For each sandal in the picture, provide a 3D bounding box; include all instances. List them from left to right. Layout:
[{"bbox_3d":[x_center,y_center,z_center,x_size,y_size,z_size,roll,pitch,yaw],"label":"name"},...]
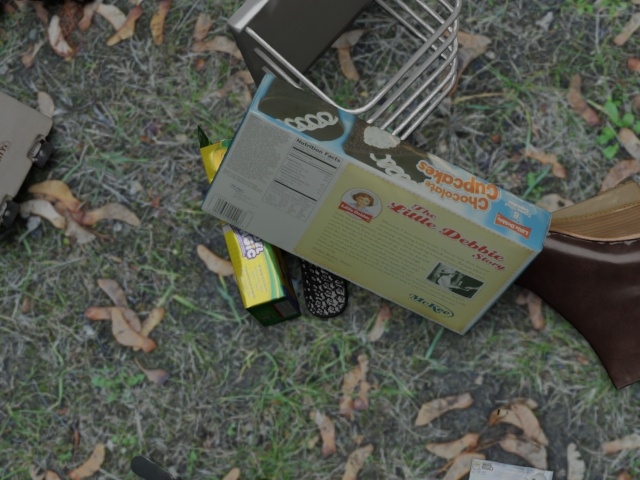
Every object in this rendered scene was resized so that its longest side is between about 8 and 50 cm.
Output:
[{"bbox_3d":[0.000,0.000,1.588,0.067,0.040,0.179,-4,91,13],"label":"sandal"}]

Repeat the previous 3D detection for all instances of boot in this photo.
[{"bbox_3d":[0.283,0.068,1.503,0.248,0.090,0.207,-23,81,10],"label":"boot"}]

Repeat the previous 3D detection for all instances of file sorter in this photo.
[{"bbox_3d":[0.042,-0.210,1.507,0.173,0.277,0.193,43,86,10],"label":"file sorter"}]

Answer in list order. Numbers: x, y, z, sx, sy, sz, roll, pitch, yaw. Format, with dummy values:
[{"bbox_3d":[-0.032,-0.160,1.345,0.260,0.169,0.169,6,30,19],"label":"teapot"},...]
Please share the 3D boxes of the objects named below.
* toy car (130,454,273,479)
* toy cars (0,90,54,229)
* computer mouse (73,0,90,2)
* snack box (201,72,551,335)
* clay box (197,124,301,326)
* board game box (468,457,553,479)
[{"bbox_3d":[-0.146,0.311,1.488,0.188,0.149,0.155,22,91,24],"label":"toy car"},{"bbox_3d":[-0.431,-0.173,1.656,0.176,0.087,0.393,-11,74,-32],"label":"toy cars"},{"bbox_3d":[-0.344,-0.382,1.715,0.106,0.042,0.193,-5,74,-10],"label":"computer mouse"},{"bbox_3d":[0.052,-0.030,1.416,0.322,0.187,0.060,26,53,-6],"label":"snack box"},{"bbox_3d":[-0.082,-0.022,1.554,0.053,0.127,0.222,-17,76,3],"label":"clay box"},{"bbox_3d":[0.203,0.290,1.497,0.090,0.020,0.090,8,78,10],"label":"board game box"}]
